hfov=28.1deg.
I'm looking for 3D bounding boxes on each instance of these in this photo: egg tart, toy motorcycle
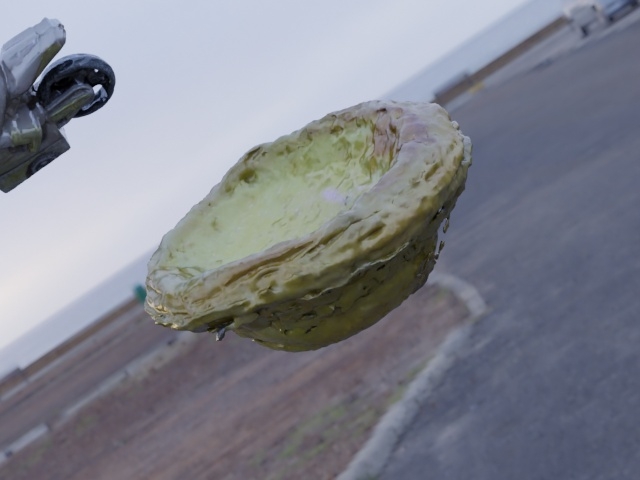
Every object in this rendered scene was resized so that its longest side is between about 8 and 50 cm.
[{"bbox_3d":[0.000,0.000,1.036,0.294,0.123,0.294,-28,23,13],"label":"egg tart"},{"bbox_3d":[-0.414,-0.138,1.519,0.341,0.107,0.223,-34,-34,12],"label":"toy motorcycle"}]
